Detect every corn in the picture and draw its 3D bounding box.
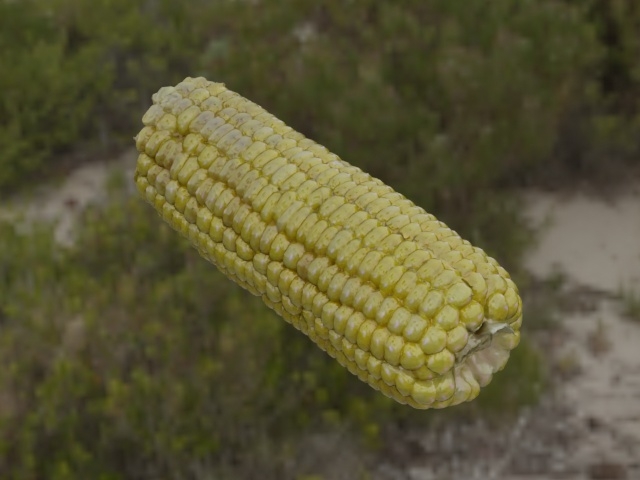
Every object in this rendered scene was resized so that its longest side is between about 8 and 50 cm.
[{"bbox_3d":[0.000,0.000,0.994,0.093,0.093,0.244,-20,46,-42],"label":"corn"}]
